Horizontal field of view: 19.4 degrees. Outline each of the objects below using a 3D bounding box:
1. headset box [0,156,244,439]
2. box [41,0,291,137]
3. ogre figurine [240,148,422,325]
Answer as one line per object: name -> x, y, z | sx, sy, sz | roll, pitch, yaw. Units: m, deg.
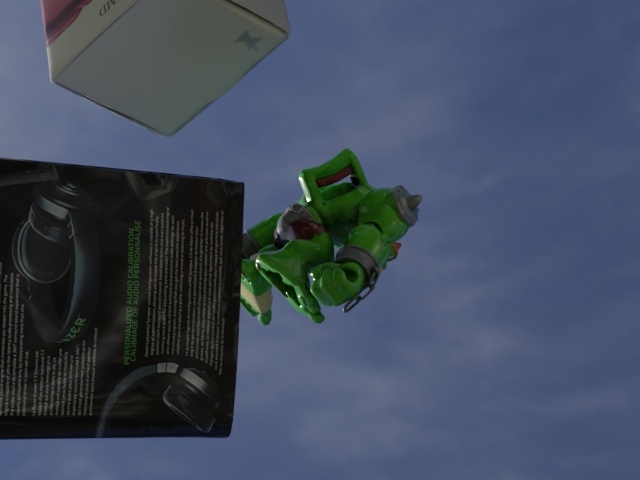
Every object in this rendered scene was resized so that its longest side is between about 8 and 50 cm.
headset box -> -0.223, 0.025, 0.898 | 0.246, 0.283, 0.131 | 0, -93, 47
box -> -0.133, -0.226, 1.479 | 0.148, 0.127, 0.232 | -38, -133, 29
ogre figurine -> 0.000, 0.000, 1.361 | 0.118, 0.197, 0.097 | -39, -89, -20
